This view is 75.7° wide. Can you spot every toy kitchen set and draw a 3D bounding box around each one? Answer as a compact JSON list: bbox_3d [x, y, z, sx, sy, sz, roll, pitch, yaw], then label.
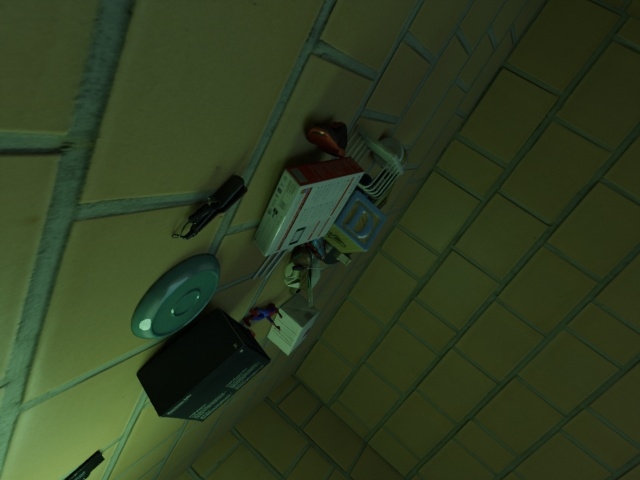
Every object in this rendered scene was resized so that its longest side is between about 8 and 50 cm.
[{"bbox_3d":[0.126,-0.011,2.045,0.207,0.166,0.122,-51,-163,12],"label":"toy kitchen set"}]

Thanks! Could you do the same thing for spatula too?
[{"bbox_3d":[-0.179,0.068,1.690,0.242,0.019,0.168,-54,165,6],"label":"spatula"}]

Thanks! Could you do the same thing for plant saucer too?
[{"bbox_3d":[-0.412,0.177,1.228,0.317,0.043,0.318,-46,163,-19],"label":"plant saucer"}]

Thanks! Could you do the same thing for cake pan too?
[{"bbox_3d":[0.112,0.028,2.207,0.293,0.054,0.293,-29,155,-15],"label":"cake pan"}]

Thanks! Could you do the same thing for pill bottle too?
[{"bbox_3d":[0.336,-0.388,1.927,0.136,0.136,0.245,-55,164,11],"label":"pill bottle"}]

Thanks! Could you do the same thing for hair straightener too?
[{"bbox_3d":[-0.281,-0.086,1.031,0.230,0.047,0.089,-42,162,-17],"label":"hair straightener"}]

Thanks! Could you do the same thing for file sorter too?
[{"bbox_3d":[0.194,-0.294,1.637,0.173,0.192,0.277,-51,165,8],"label":"file sorter"}]

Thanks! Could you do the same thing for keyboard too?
[{"bbox_3d":[-0.858,0.837,1.460,0.180,0.023,0.108,-39,153,-37],"label":"keyboard"}]

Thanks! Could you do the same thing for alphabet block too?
[{"bbox_3d":[0.122,-0.074,1.741,0.193,0.193,0.197,-55,-160,-18],"label":"alphabet block"}]

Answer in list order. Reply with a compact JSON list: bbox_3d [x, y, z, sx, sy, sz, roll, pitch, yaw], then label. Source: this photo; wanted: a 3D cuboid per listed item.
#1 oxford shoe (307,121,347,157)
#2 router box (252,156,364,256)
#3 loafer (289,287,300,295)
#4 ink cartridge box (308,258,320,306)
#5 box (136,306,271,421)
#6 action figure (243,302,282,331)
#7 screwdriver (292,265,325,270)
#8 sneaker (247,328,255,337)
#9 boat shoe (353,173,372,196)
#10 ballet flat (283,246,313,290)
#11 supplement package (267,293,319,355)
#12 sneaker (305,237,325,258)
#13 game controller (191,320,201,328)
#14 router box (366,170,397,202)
[{"bbox_3d":[0.029,-0.336,1.292,0.271,0.096,0.099,-4,113,-78],"label":"oxford shoe"},{"bbox_3d":[-0.043,-0.114,1.391,0.301,0.082,0.336,-20,152,-43],"label":"router box"},{"bbox_3d":[-0.131,0.264,2.202,0.056,0.050,0.148,-46,163,-21],"label":"loafer"},{"bbox_3d":[-0.032,0.217,2.075,0.056,0.225,0.181,-3,168,-8],"label":"ink cartridge box"},{"bbox_3d":[-0.394,0.448,1.461,0.343,0.179,0.313,-40,154,-10],"label":"box"},{"bbox_3d":[-0.246,0.377,1.984,0.092,0.139,0.280,-54,167,11],"label":"action figure"},{"bbox_3d":[-0.049,0.126,1.833,0.169,0.025,0.024,6,132,-28],"label":"screwdriver"},{"bbox_3d":[-0.410,0.554,1.897,0.350,0.131,0.148,-55,160,10],"label":"sneaker"},{"bbox_3d":[0.146,-0.190,1.888,0.258,0.109,0.089,-59,160,16],"label":"boat shoe"},{"bbox_3d":[-0.111,0.154,1.942,0.124,0.116,0.343,-23,154,-20],"label":"ballet flat"},{"bbox_3d":[-0.159,0.485,2.380,0.177,0.175,0.293,-37,159,-46],"label":"supplement package"},{"bbox_3d":[0.000,0.000,1.896,0.125,0.104,0.262,-51,165,-10],"label":"sneaker"},{"bbox_3d":[-0.455,0.405,1.563,0.166,0.067,0.319,-28,151,-56],"label":"game controller"},{"bbox_3d":[0.275,-0.216,2.237,0.309,0.081,0.243,-43,162,-29],"label":"router box"}]
